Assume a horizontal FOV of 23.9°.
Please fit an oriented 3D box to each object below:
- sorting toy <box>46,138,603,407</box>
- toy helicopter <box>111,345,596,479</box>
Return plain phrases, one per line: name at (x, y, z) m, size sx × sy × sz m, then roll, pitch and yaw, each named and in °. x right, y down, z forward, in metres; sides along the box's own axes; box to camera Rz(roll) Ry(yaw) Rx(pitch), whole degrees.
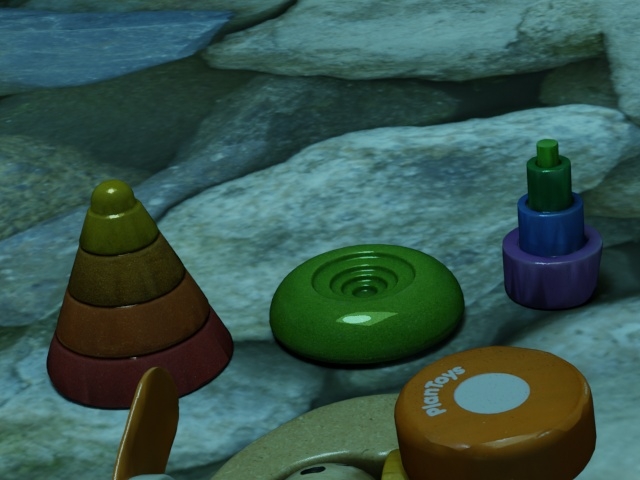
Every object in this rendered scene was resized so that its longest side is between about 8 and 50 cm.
sorting toy at (0.000, 0.000, 0.952) m, size 0.366 × 0.126 × 0.127 m, roll -10°, pitch 26°, yaw -6°
toy helicopter at (-0.050, 0.163, 0.625) m, size 0.235 × 0.140 × 0.355 m, roll 13°, pitch 34°, yaw 37°
